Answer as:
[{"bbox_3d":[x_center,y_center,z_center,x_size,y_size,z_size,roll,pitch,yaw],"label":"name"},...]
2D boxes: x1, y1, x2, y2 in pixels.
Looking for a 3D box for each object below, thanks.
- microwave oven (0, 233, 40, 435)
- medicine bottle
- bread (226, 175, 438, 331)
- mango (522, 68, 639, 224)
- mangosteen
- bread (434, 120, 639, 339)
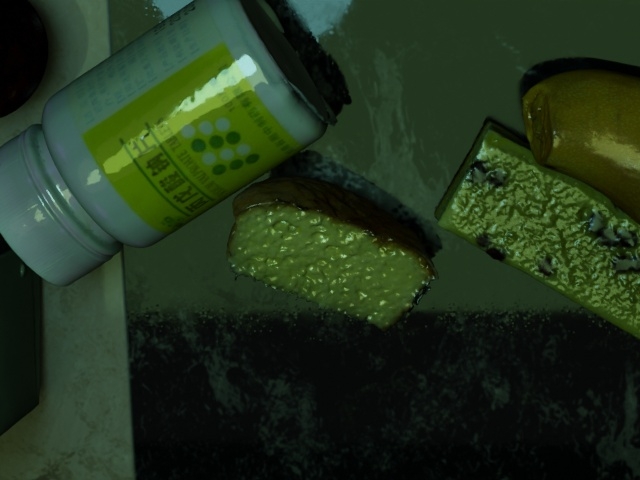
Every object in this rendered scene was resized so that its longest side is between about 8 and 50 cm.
[{"bbox_3d":[-0.559,0.104,1.784,0.394,0.333,0.247,1,97,6],"label":"microwave oven"},{"bbox_3d":[-0.192,-0.120,1.752,0.378,0.213,0.214,-32,97,12],"label":"medicine bottle"},{"bbox_3d":[0.004,-0.003,1.794,0.260,0.134,0.129,24,119,-17],"label":"bread"},{"bbox_3d":[0.398,-0.096,1.713,0.359,0.187,0.144,29,146,2],"label":"mango"},{"bbox_3d":[-0.417,-0.233,1.763,0.209,0.210,0.210,1,102,6],"label":"mangosteen"},{"bbox_3d":[0.322,0.007,1.790,0.361,0.077,0.138,29,103,0],"label":"bread"}]
